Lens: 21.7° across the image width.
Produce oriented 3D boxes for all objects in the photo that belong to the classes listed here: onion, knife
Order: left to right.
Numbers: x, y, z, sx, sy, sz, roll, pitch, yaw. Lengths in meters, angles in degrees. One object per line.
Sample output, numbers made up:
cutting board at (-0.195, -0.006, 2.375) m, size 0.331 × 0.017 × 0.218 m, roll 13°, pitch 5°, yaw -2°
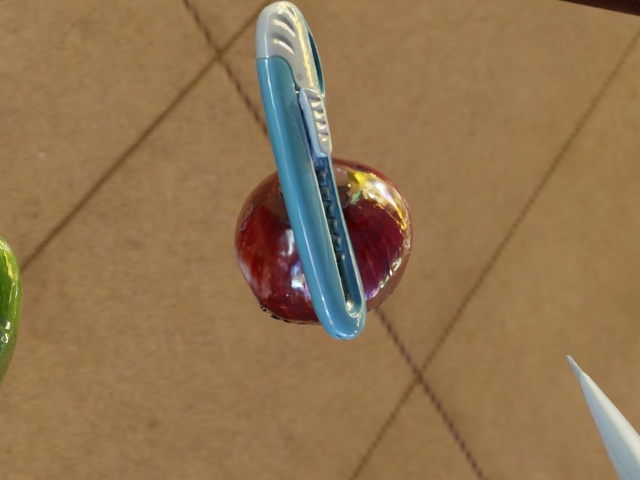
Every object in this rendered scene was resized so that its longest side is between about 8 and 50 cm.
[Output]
knife at (-0.003, -0.045, 1.072) m, size 0.064 × 0.031 × 0.222 m, roll -18°, pitch 96°, yaw -57°
onion at (0.000, 0.000, 1.193) m, size 0.131 × 0.131 × 0.131 m, roll 12°, pitch 74°, yaw -46°

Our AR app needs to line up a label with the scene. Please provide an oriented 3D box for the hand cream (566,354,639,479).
hand cream at (0.181, 0.170, 0.782) m, size 0.109 × 0.067 × 0.321 m, roll 61°, pitch 1°, yaw -25°

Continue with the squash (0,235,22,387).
squash at (-0.231, 0.110, 0.865) m, size 0.082 × 0.292 × 0.082 m, roll 25°, pitch 31°, yaw -17°

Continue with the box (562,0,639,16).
box at (0.168, -0.183, 0.924) m, size 0.036 × 0.177 × 0.115 m, roll 74°, pitch 31°, yaw -69°
